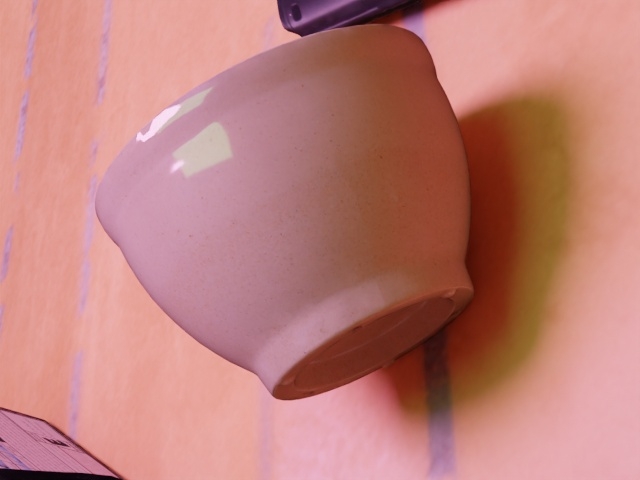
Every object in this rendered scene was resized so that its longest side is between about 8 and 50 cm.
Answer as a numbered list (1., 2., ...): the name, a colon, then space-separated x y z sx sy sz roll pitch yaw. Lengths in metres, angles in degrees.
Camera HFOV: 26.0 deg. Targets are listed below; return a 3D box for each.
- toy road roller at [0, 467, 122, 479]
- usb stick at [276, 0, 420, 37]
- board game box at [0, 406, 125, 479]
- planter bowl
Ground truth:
1. toy road roller: 0.001 0.215 0.413 0.329 0.202 0.241 14 95 64
2. usb stick: 0.073 -0.161 0.665 0.278 0.045 0.077 -13 68 50
3. board game box: -0.250 0.150 0.710 0.232 0.291 0.141 17 85 57
4. planter bowl: 0.000 0.000 0.595 0.162 0.162 0.109 -40 70 34
